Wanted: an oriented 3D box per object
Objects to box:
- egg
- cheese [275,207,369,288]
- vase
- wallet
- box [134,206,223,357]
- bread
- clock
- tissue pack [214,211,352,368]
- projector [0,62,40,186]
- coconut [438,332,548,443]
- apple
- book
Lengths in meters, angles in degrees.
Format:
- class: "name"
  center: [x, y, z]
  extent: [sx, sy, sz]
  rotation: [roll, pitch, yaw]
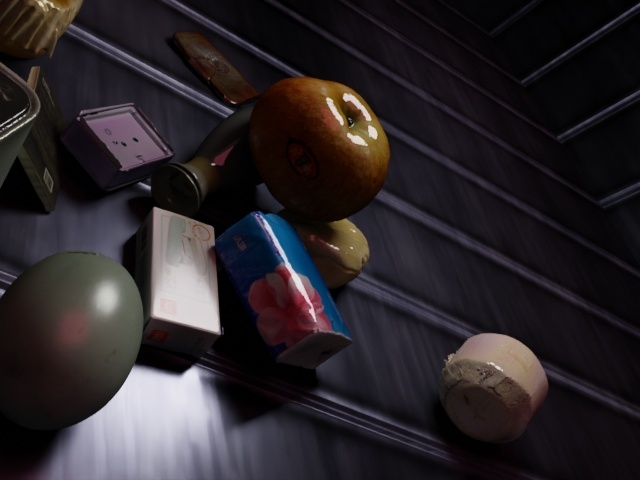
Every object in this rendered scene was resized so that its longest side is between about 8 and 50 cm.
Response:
- class: "egg"
  center: [-0.355, 0.132, 1.008]
  extent: [0.203, 0.203, 0.282]
  rotation: [30, 40, -18]
- class: "cheese"
  center: [0.000, 0.000, 1.588]
  extent: [0.226, 0.117, 0.214]
  rotation: [36, 28, -1]
- class: "vase"
  center: [-0.209, -0.159, 1.519]
  extent: [0.173, 0.173, 0.321]
  rotation: [44, 38, 2]
- class: "wallet"
  center: [-0.277, -0.451, 1.879]
  extent: [0.255, 0.031, 0.137]
  rotation: [47, 34, 7]
- class: "box"
  center: [-0.255, 0.073, 1.283]
  extent: [0.135, 0.079, 0.269]
  rotation: [20, 40, -29]
- class: "bread"
  center: [-0.638, -0.543, 1.524]
  extent: [0.236, 0.183, 0.388]
  rotation: [39, 24, -33]
- class: "clock"
  center: [-0.393, -0.187, 1.403]
  extent: [0.144, 0.073, 0.193]
  rotation: [50, 25, 0]
- class: "tissue pack"
  center: [-0.062, 0.094, 1.353]
  extent: [0.269, 0.137, 0.209]
  rotation: [60, 9, 24]
- class: "projector"
  center: [-0.596, -0.146, 1.039]
  extent: [0.249, 0.249, 0.248]
  rotation: [38, 34, -9]
- class: "coconut"
  center: [0.371, 0.308, 1.536]
  extent: [0.224, 0.224, 0.234]
  rotation: [42, 36, 1]
- class: "apple"
  center: [0.008, -0.195, 1.478]
  extent: [0.309, 0.250, 0.277]
  rotation: [55, 48, -28]
- class: "book"
  center: [-0.494, -0.185, 1.284]
  extent: [0.024, 0.160, 0.228]
  rotation: [-9, 47, -1]
